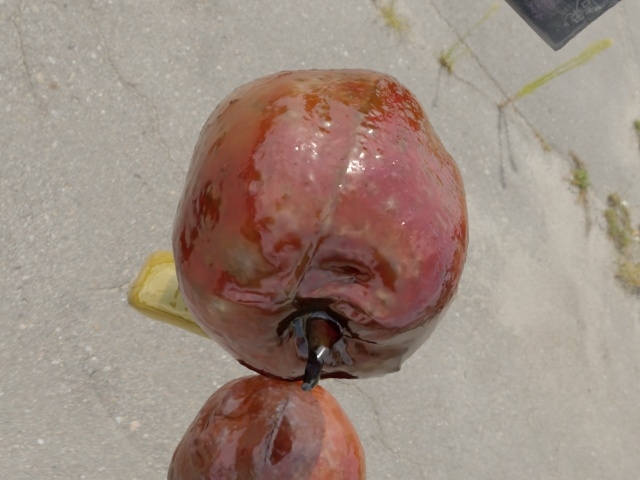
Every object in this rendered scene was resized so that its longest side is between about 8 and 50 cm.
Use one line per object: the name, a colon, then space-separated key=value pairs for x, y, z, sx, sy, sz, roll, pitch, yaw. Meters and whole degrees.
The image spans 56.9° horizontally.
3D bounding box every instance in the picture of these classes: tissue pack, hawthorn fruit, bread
tissue pack: x=0.233 y=-0.283 z=0.602 sx=0.156 sy=0.112 sz=0.051 roll=44 pitch=61 yaw=-5
hawthorn fruit: x=-0.063 y=0.262 z=0.757 sx=0.242 sy=0.242 sz=0.272 roll=38 pitch=31 yaw=-22
hawthorn fruit: x=0.000 y=0.000 z=0.473 sx=0.254 sy=0.254 sz=0.300 roll=43 pitch=23 yaw=-18
bread: x=-0.106 y=0.096 z=0.798 sx=0.305 sy=0.142 sz=0.091 roll=23 pitch=88 yaw=-10
